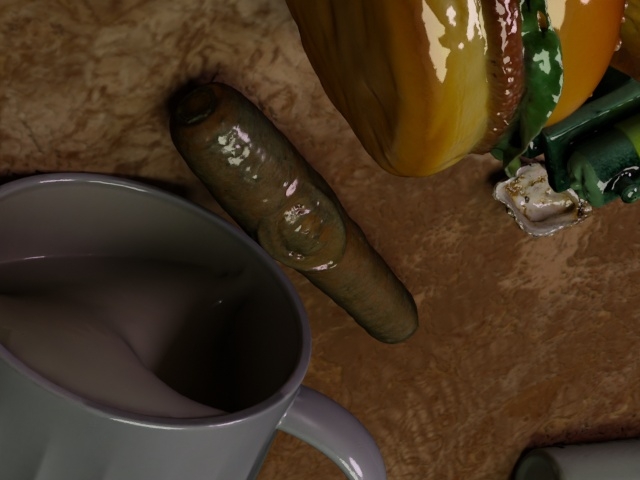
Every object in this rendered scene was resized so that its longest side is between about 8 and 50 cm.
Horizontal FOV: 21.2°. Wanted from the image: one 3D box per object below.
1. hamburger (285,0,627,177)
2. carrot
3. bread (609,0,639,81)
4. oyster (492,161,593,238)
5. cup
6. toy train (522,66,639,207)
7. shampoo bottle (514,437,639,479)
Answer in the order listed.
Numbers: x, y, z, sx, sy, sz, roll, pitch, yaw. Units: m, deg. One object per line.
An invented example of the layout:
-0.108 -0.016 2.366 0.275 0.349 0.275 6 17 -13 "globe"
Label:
0.079 -0.158 0.962 0.170 0.246 0.246 -23 139 -11 "hamburger"
-0.001 0.000 1.199 0.070 0.070 0.342 -35 140 7 "carrot"
0.304 -0.205 1.047 0.340 0.179 0.194 -26 139 10 "bread"
0.165 -0.030 1.290 0.093 0.034 0.051 37 92 -35 "oyster"
-0.131 0.168 1.127 0.323 0.237 0.327 24 123 0 "cup"
0.238 -0.094 1.189 0.200 0.132 0.083 -28 139 -5 "toy train"
0.308 0.225 1.590 0.262 0.085 0.085 -2 132 -29 "shampoo bottle"
